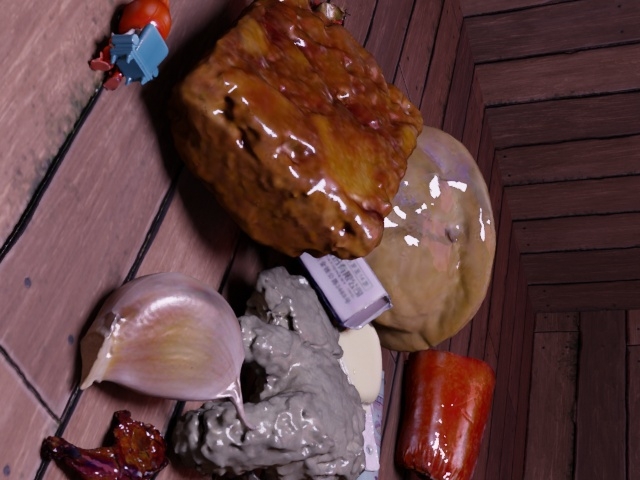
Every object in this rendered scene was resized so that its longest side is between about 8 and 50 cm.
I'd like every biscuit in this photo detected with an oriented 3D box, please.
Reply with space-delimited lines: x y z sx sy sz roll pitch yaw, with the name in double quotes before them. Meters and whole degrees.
"biscuit" -0.032 -0.170 1.360 0.342 0.166 0.395 47 34 -14

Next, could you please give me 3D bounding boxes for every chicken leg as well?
"chicken leg" -0.235 0.244 1.082 0.093 0.053 0.205 64 13 7

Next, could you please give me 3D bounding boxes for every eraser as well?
"eraser" 0.000 0.000 1.494 0.287 0.086 0.130 57 5 15

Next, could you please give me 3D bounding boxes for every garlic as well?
"garlic" -0.155 0.124 1.147 0.267 0.128 0.148 25 96 -29

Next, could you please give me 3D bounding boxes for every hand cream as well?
"hand cream" 0.089 0.394 1.890 0.085 0.058 0.331 39 44 -38

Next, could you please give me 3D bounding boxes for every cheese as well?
"cheese" 0.060 0.245 1.539 0.127 0.050 0.255 19 54 -44

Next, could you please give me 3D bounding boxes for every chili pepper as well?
"chili pepper" 0.266 0.422 2.170 0.251 0.229 0.305 110 1 -66

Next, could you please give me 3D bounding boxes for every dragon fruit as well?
"dragon fruit" 0.016 -0.371 1.774 0.122 0.092 0.192 65 29 -43

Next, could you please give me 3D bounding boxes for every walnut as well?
"walnut" 0.154 -0.016 1.694 0.383 0.384 0.383 -4 90 -69

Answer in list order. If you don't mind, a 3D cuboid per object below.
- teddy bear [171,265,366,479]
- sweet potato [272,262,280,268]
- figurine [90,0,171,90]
"teddy bear" -0.057 0.215 1.401 0.357 0.224 0.367 58 19 -48
"sweet potato" -0.061 0.110 1.568 0.041 0.038 0.153 -27 115 -43
"figurine" -0.222 -0.250 1.165 0.068 0.075 0.140 62 34 -45
